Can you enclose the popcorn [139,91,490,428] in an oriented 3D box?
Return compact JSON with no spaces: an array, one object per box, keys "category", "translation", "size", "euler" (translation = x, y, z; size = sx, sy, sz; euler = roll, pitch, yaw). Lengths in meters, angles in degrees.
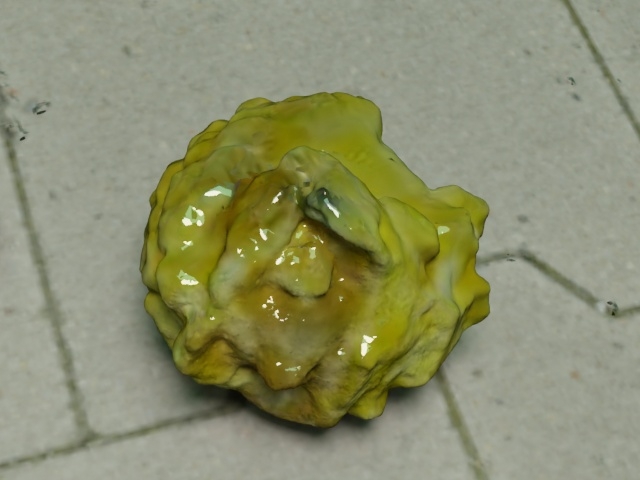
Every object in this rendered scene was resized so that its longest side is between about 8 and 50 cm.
[{"category":"popcorn","translation":[-0.001,0.008,0.635],"size":[0.174,0.142,0.173],"euler":[4,32,-3]}]
